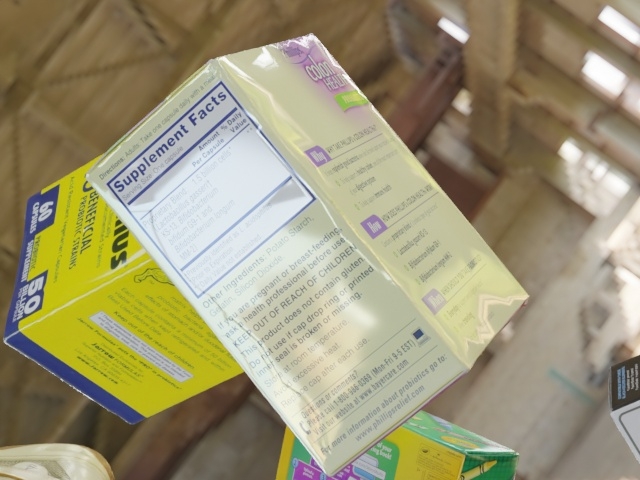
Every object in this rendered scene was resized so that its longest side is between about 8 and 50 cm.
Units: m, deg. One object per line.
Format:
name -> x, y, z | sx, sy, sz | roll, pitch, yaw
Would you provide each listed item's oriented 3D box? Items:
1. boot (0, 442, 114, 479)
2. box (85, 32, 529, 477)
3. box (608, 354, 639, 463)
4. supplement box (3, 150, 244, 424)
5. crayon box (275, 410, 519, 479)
boot -> -0.298, 0.243, 1.431 | 0.203, 0.262, 0.095 | -88, -8, -69
box -> 0.000, 0.000, 1.205 | 0.117, 0.243, 0.213 | -39, -2, 19
box -> 0.436, 0.150, 1.747 | 0.290, 0.169, 0.087 | -24, 22, 20
supplement box -> -0.121, 0.006, 1.875 | 0.356, 0.195, 0.194 | -27, 41, 30
crayon box -> 0.069, 0.256, 1.919 | 0.081, 0.278, 0.165 | 5, -81, -40
